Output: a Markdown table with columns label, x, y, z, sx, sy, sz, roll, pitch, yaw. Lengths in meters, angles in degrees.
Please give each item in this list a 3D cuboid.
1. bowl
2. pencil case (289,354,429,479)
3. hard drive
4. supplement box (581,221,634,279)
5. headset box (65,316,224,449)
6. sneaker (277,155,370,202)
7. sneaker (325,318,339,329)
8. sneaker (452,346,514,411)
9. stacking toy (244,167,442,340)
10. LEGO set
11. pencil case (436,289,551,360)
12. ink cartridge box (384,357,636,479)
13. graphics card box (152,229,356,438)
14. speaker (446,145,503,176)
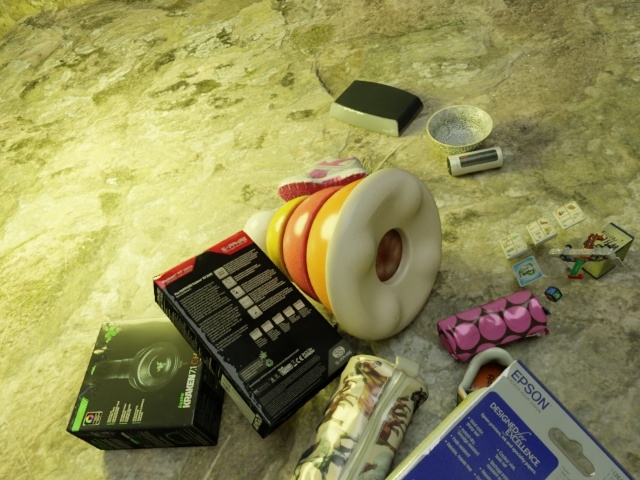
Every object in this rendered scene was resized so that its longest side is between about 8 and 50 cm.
| label | x | y | z | sx | sy | sz | roll | pitch | yaw |
| --- | --- | --- | --- | --- | --- | --- | --- | --- | --- |
| bowl | 0.379 | -0.286 | 1.341 | 0.170 | 0.080 | 0.170 | -7 | 52 | 9 |
| pencil case | 0.041 | 0.387 | 0.834 | 0.160 | 0.183 | 0.410 | 37 | 62 | -5 |
| hard drive | 0.168 | -0.415 | 1.513 | 0.255 | 0.054 | 0.172 | 26 | 63 | 29 |
| supplement box | 0.601 | 0.023 | 1.041 | 0.083 | 0.083 | 0.056 | -32 | 52 | -11 |
| headset box | -0.354 | 0.296 | 1.038 | 0.283 | 0.131 | 0.246 | -6 | 51 | 10 |
| sneaker | 0.008 | -0.164 | 1.337 | 0.252 | 0.103 | 0.111 | -9 | 47 | -1 |
| sneaker | 0.012 | 0.215 | 1.068 | 0.069 | 0.038 | 0.098 | 10 | 56 | 22 |
| sneaker | 0.287 | 0.338 | 0.849 | 0.126 | 0.127 | 0.321 | 3 | 55 | 14 |
| stacking toy | 0.000 | 0.000 | 1.124 | 0.480 | 0.350 | 0.350 | 13 | 55 | 44 |
| LEGO set | 0.492 | 0.033 | 1.021 | 0.182 | 0.060 | 0.244 | -33 | 23 | 22 |
| pencil case | 0.345 | 0.174 | 0.988 | 0.209 | 0.095 | 0.098 | -20 | 74 | 1 |
| ink cartridge box | 0.294 | 0.397 | 0.746 | 0.307 | 0.072 | 0.303 | -39 | 78 | -12 |
| graphics card box | -0.136 | 0.171 | 0.990 | 0.233 | 0.094 | 0.371 | -32 | 66 | -35 |
| speaker | 0.404 | -0.208 | 1.291 | 0.136 | 0.055 | 0.055 | -10 | 51 | 6 |
